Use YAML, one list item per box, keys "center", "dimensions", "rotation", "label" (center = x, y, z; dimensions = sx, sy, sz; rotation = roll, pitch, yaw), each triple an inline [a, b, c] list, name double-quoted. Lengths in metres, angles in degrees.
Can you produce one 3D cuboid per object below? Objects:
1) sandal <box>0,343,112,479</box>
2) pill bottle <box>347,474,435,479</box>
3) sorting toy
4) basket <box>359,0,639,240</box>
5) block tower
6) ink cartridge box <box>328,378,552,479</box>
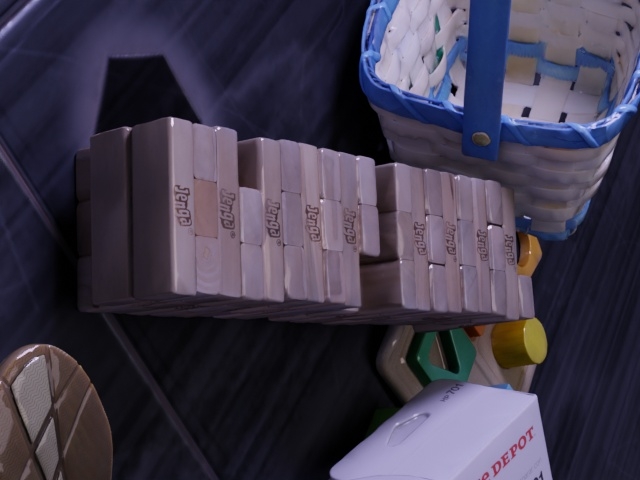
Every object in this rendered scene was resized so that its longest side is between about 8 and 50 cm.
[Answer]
- center: [-0.130, 0.129, 0.678]
  dimensions: [0.072, 0.049, 0.180]
  rotation: [-50, 139, -42]
  label: "sandal"
- center: [0.049, 0.308, 0.787]
  dimensions: [0.176, 0.176, 0.318]
  rotation: [-39, 115, -53]
  label: "pill bottle"
- center: [0.121, 0.080, 1.067]
  dimensions: [0.196, 0.047, 0.347]
  rotation: [57, 40, -33]
  label: "sorting toy"
- center: [0.134, -0.157, 0.968]
  dimensions: [0.289, 0.201, 0.254]
  rotation: [94, 15, -47]
  label: "basket"
- center: [0.000, 0.000, 0.835]
  dimensions: [0.335, 0.091, 0.097]
  rotation: [9, 76, -51]
  label: "block tower"
- center: [0.089, 0.207, 0.922]
  dimensions: [0.140, 0.082, 0.190]
  rotation: [-35, 121, -42]
  label: "ink cartridge box"
